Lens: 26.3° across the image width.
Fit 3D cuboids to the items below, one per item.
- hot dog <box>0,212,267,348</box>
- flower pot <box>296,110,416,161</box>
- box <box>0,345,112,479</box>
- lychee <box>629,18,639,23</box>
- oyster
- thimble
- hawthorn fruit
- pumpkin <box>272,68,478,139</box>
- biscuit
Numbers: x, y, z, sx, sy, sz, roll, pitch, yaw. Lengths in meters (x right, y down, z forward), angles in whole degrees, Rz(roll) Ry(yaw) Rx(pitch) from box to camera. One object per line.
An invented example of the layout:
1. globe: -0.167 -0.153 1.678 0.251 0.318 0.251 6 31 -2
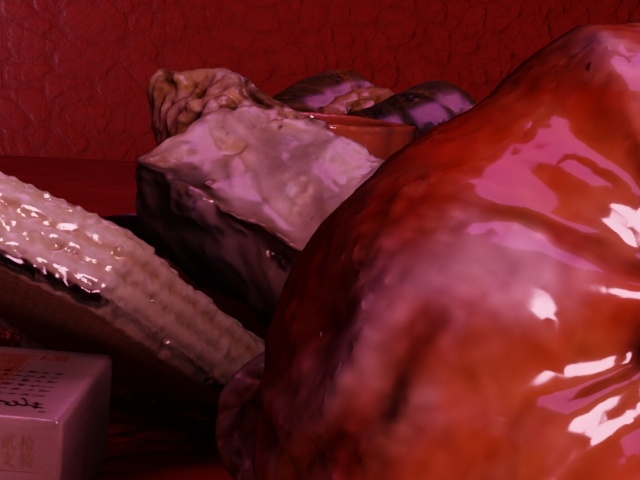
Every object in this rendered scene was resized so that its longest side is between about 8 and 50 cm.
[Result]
1. hot dog: -0.087 0.039 0.914 0.326 0.107 0.194 -5 -3 0
2. flower pot: -0.025 -0.016 1.084 0.191 0.173 0.190 4 6 0
3. box: -0.204 0.084 0.621 0.201 0.058 0.141 5 7 1
4. lychee: 0.220 0.003 0.759 0.276 0.304 0.276 38 1 -1
5. oyster: -0.003 0.001 0.739 0.341 0.110 0.166 38 -20 25
6. thimble: 0.010 0.086 0.631 0.110 0.084 0.062 3 6 10
7. hawthorn fruit: 0.098 0.071 0.422 0.242 0.241 0.271 5 -24 1
8. pumpkin: 0.055 -0.041 1.315 0.139 0.221 0.317 -32 25 -28
9. biscuit: -0.124 0.027 0.705 0.150 0.052 0.252 8 -22 35
